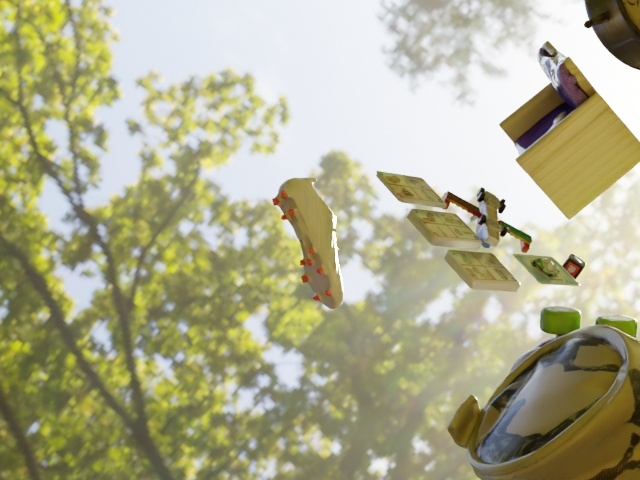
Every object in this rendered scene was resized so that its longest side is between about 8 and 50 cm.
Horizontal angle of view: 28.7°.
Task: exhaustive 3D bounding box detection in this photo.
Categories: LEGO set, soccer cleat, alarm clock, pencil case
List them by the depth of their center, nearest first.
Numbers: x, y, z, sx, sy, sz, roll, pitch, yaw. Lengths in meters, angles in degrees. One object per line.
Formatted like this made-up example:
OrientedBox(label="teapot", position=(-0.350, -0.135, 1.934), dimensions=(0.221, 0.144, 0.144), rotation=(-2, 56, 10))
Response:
OrientedBox(label="pencil case", position=(0.298, 0.236, 1.001), dimensions=(0.410, 0.183, 0.160), rotation=(41, -143, -15))
OrientedBox(label="alarm clock", position=(0.315, -0.211, 1.126), dimensions=(0.192, 0.064, 0.129), rotation=(14, -106, -19))
OrientedBox(label="LEGO set", position=(0.179, 0.006, 1.355), dimensions=(0.244, 0.060, 0.182), rotation=(4, -143, -45))
OrientedBox(label="soccer cleat", position=(0.000, 0.000, 1.782), dimensions=(0.076, 0.068, 0.196), rotation=(-20, -93, -33))

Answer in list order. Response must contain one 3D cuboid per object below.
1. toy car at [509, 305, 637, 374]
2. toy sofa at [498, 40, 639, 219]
OrientedBox(label="toy car", position=(0.289, 0.174, 1.513), dimensions=(0.149, 0.155, 0.188), rotation=(7, -170, 36))
OrientedBox(label="toy sofa", position=(0.351, -0.173, 1.867), dimensions=(0.177, 0.150, 0.362), rotation=(48, -168, -8))
